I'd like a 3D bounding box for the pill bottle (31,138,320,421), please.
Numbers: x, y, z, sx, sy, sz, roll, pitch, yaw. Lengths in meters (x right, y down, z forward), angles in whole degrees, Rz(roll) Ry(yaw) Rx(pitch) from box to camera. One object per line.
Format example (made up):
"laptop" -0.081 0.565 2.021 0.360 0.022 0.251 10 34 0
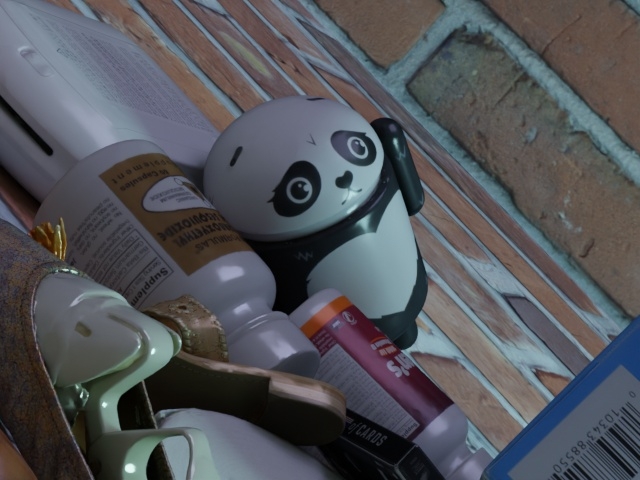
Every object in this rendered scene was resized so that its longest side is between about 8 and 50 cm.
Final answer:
"pill bottle" -0.110 0.040 1.523 0.229 0.131 0.131 47 13 21

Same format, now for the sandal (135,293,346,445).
"sandal" -0.094 0.079 1.403 0.240 0.088 0.079 17 49 -17

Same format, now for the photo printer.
"photo printer" -0.218 -0.114 1.773 0.256 0.107 0.307 47 14 20

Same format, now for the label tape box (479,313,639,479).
"label tape box" 0.227 0.167 1.490 0.115 0.249 0.347 44 -14 14

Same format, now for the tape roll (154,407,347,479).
"tape roll" 0.017 0.269 1.273 0.392 0.072 0.392 39 12 -10

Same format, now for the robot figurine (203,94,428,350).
"robot figurine" 0.000 0.002 1.768 0.209 0.174 0.278 -83 158 -53

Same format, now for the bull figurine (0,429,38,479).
"bull figurine" -0.261 0.073 1.019 0.310 0.101 0.188 44 16 11

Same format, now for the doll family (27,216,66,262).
"doll family" -0.228 0.026 1.229 0.163 0.118 0.263 42 12 -1

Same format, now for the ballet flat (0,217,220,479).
"ballet flat" -0.116 0.108 1.106 0.107 0.106 0.316 2 61 -58

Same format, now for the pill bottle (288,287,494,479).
"pill bottle" 0.046 0.155 1.639 0.221 0.121 0.121 44 12 10

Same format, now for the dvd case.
"dvd case" 0.085 0.221 1.474 0.238 0.029 0.179 52 -15 -24
